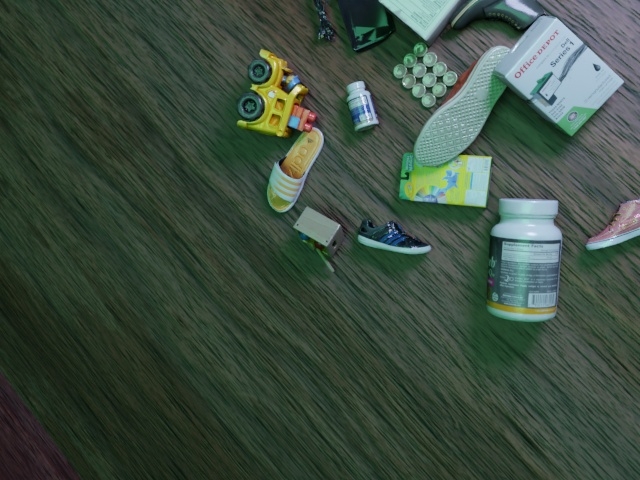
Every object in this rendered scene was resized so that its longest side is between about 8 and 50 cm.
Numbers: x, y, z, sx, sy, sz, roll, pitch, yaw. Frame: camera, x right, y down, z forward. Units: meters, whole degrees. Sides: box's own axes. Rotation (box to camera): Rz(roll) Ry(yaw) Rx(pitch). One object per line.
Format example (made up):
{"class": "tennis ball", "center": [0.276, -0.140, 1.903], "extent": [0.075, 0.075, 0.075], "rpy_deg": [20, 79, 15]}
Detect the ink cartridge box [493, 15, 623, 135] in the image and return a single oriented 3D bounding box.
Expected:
{"class": "ink cartridge box", "center": [0.528, -0.368, 1.222], "extent": [0.219, 0.092, 0.160], "rpy_deg": [34, 110, -14]}

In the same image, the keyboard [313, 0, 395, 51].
{"class": "keyboard", "center": [0.064, -0.658, 1.458], "extent": [0.202, 0.033, 0.317], "rpy_deg": [-17, 88, 16]}

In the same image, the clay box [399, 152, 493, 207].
{"class": "clay box", "center": [0.319, -0.157, 1.397], "extent": [0.222, 0.053, 0.127], "rpy_deg": [8, 97, 23]}

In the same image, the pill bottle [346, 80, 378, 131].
{"class": "pill bottle", "center": [0.108, -0.357, 1.453], "extent": [0.067, 0.067, 0.120], "rpy_deg": [-16, 90, 23]}

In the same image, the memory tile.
{"class": "memory tile", "center": [0.269, -0.426, 1.407], "extent": [0.148, 0.012, 0.113], "rpy_deg": [49, 114, 10]}

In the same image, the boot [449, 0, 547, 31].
{"class": "boot", "center": [0.424, -0.535, 1.305], "extent": [0.198, 0.077, 0.137], "rpy_deg": [-32, 89, 23]}

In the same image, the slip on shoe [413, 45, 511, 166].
{"class": "slip on shoe", "center": [0.347, -0.323, 1.334], "extent": [0.123, 0.101, 0.331], "rpy_deg": [32, 103, -13]}

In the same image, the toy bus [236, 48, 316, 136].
{"class": "toy bus", "center": [-0.104, -0.388, 1.503], "extent": [0.212, 0.149, 0.220], "rpy_deg": [19, 101, 8]}

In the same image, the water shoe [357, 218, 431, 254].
{"class": "water shoe", "center": [0.196, -0.012, 1.453], "extent": [0.203, 0.073, 0.080], "rpy_deg": [10, 97, 20]}

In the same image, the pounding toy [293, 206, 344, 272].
{"class": "pounding toy", "center": [0.000, 0.000, 1.511], "extent": [0.130, 0.141, 0.100], "rpy_deg": [30, 78, 17]}

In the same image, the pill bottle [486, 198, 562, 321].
{"class": "pill bottle", "center": [0.484, 0.042, 1.295], "extent": [0.162, 0.162, 0.278], "rpy_deg": [4, 97, 22]}

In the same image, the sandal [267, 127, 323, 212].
{"class": "sandal", "center": [-0.087, -0.204, 1.545], "extent": [0.102, 0.076, 0.265], "rpy_deg": [34, 107, 16]}

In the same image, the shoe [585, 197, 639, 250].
{"class": "shoe", "center": [0.691, -0.042, 1.256], "extent": [0.178, 0.063, 0.081], "rpy_deg": [-23, 86, 17]}

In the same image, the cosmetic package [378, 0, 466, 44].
{"class": "cosmetic package", "center": [0.304, -0.648, 1.309], "extent": [0.160, 0.113, 0.309], "rpy_deg": [43, 110, 5]}
